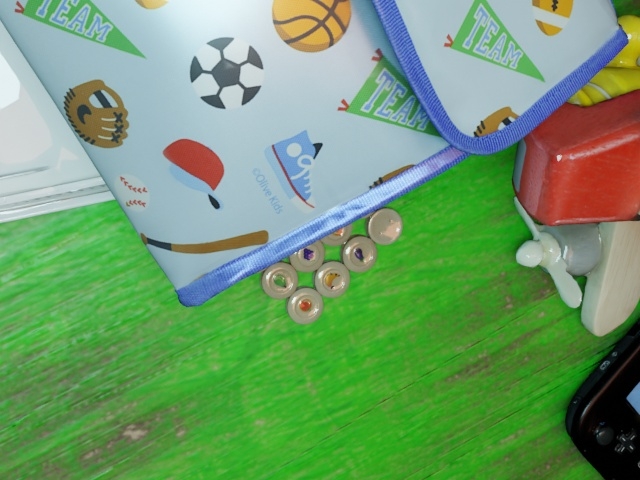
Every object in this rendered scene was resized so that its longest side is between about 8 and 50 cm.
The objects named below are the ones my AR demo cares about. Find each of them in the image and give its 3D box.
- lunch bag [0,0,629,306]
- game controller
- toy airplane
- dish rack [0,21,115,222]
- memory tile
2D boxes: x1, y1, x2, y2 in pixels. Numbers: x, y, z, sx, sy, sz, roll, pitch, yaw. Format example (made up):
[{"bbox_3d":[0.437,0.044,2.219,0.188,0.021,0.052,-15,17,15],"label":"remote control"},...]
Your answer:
[{"bbox_3d":[-0.010,-0.190,0.763,0.385,0.239,0.328,-27,110,5],"label":"lunch bag"},{"bbox_3d":[0.400,0.128,1.161,0.319,0.067,0.166,-47,110,-5],"label":"game controller"},{"bbox_3d":[0.302,-0.131,1.008,0.386,0.272,0.384,-62,149,-10],"label":"toy airplane"},{"bbox_3d":[-0.182,-0.171,0.913,0.333,0.072,0.285,-13,104,-15],"label":"dish rack"},{"bbox_3d":[0.000,0.000,1.032,0.148,0.012,0.113,-45,110,-7],"label":"memory tile"}]
